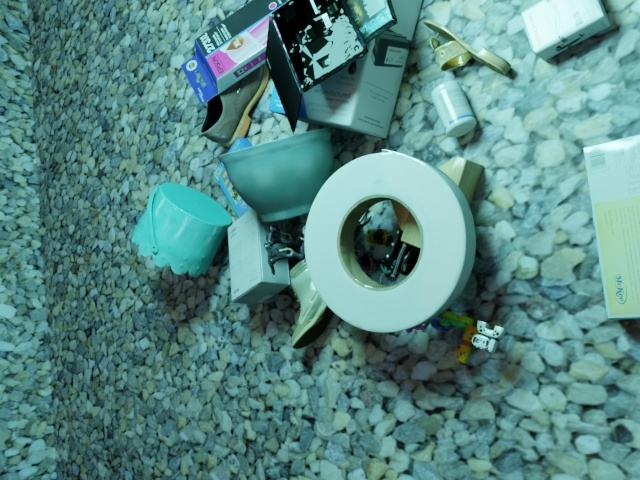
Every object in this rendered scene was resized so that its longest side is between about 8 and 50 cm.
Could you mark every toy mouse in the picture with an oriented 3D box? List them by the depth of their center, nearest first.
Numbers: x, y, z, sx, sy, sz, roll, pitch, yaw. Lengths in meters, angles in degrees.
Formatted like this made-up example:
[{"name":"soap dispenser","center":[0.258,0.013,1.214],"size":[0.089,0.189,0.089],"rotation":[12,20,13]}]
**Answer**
[{"name":"toy mouse","center":[0.145,0.046,1.378],"size":[0.161,0.031,0.143],"rotation":[-17,76,39]}]

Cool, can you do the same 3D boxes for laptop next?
[{"name":"laptop","center":[-0.022,-0.431,1.312],"size":[0.264,0.136,0.234],"rotation":[-28,70,18]}]

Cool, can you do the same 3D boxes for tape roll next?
[{"name":"tape roll","center":[0.141,0.003,1.224],"size":[0.392,0.072,0.392],"rotation":[-1,88,33]}]

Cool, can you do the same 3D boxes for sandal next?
[{"name":"sandal","center":[0.297,-0.405,1.238],"size":[0.240,0.088,0.079],"rotation":[41,107,29]}]

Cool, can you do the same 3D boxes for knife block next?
[{"name":"knife block","center":[0.264,-0.018,1.244],"size":[0.275,0.088,0.242],"rotation":[-32,68,35]}]

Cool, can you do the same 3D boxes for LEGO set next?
[{"name":"LEGO set","center":[0.287,0.207,1.208],"size":[0.227,0.087,0.093],"rotation":[14,82,40]}]

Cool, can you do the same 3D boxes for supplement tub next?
[{"name":"supplement tub","center":[0.295,-0.290,1.244],"size":[0.071,0.071,0.107],"rotation":[-29,70,36]}]

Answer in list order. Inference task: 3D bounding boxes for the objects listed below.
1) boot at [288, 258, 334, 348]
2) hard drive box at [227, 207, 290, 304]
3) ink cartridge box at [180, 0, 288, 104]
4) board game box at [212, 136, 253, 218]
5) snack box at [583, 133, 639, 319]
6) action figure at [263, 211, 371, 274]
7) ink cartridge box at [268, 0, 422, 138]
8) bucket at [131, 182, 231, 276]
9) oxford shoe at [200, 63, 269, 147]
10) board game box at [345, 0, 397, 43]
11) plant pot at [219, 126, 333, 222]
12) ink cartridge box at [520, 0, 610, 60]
[{"name":"boot","center":[-0.044,0.167,1.504],"size":[0.165,0.077,0.213],"rotation":[45,110,32]},{"name":"hard drive box","center":[-0.177,0.041,1.569],"size":[0.181,0.089,0.232],"rotation":[-33,55,47]},{"name":"ink cartridge box","center":[-0.236,-0.564,1.620],"size":[0.371,0.069,0.176],"rotation":[-33,66,8]},{"name":"board game box","center":[-0.229,-0.184,1.701],"size":[0.160,0.047,0.210],"rotation":[-49,59,27]},{"name":"snack box","center":[0.587,-0.028,0.985],"size":[0.187,0.060,0.322],"rotation":[-10,81,40]},{"name":"action figure","center":[0.000,0.000,1.434],"size":[0.275,0.141,0.164],"rotation":[-14,38,2]},{"name":"ink cartridge box","center":[0.060,-0.481,1.393],"size":[0.285,0.166,0.395],"rotation":[20,100,39]},{"name":"bucket","center":[-0.420,-0.040,1.720],"size":[0.281,0.281,0.183],"rotation":[42,108,34]},{"name":"oxford shoe","center":[-0.256,-0.464,1.681],"size":[0.130,0.132,0.364],"rotation":[23,99,40]},{"name":"board game box","center":[0.075,-0.492,1.256],"size":[0.186,0.026,0.126],"rotation":[-23,75,35]},{"name":"plant pot","center":[-0.093,-0.160,1.451],"size":[0.293,0.293,0.196],"rotation":[-6,103,40]},{"name":"ink cartridge box","center":[0.479,-0.434,1.103],"size":[0.135,0.056,0.099],"rotation":[-23,72,37]}]
